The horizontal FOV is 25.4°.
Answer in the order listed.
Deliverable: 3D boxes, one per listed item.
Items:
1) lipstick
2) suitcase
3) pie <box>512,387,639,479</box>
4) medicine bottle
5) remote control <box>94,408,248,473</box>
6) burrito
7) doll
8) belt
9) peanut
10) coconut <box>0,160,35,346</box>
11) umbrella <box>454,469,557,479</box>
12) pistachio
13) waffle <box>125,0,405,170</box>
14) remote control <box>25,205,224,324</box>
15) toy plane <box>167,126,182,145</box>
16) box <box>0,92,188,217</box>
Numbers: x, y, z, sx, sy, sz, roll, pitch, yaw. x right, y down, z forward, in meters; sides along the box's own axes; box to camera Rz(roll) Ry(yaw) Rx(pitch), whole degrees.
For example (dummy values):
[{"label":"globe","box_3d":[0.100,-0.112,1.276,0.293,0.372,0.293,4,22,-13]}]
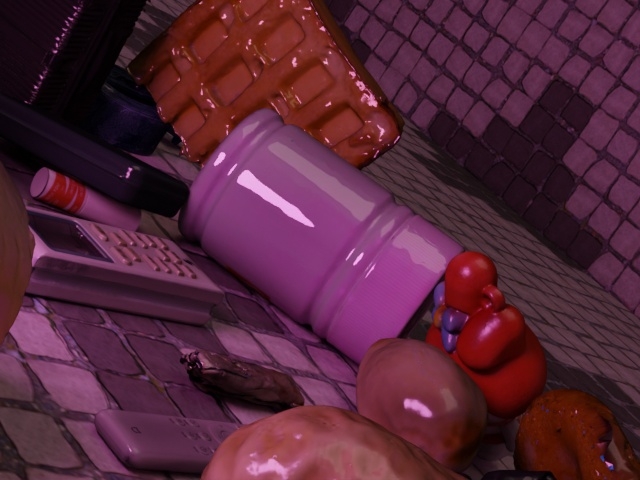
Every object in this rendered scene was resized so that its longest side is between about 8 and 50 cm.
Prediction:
[{"label":"lipstick","box_3d":[-0.272,-0.044,1.650,0.131,0.038,0.038,24,17,-36]},{"label":"suitcase","box_3d":[-0.415,-0.320,1.863,0.335,0.229,0.152,41,23,22]},{"label":"pie","box_3d":[0.293,0.281,1.526,0.069,0.273,0.273,-17,35,-15]},{"label":"medicine bottle","box_3d":[0.000,0.000,1.781,0.316,0.202,0.202,37,14,9]},{"label":"remote control","box_3d":[-0.097,0.185,1.291,0.261,0.029,0.067,17,22,-52]},{"label":"burrito","box_3d":[-0.079,0.143,1.452,0.051,0.042,0.171,32,8,39]},{"label":"doll","box_3d":[0.192,0.140,1.667,0.161,0.130,0.290,46,-26,40]},{"label":"belt","box_3d":[-0.290,-0.196,2.031,0.190,0.082,0.141,19,26,-49]},{"label":"peanut","box_3d":[0.079,0.268,1.124,0.387,0.169,0.192,32,20,-11]},{"label":"coconut","box_3d":[-0.330,-0.002,0.990,0.259,0.259,0.259,32,14,-9]},{"label":"umbrella","box_3d":[0.127,0.262,1.406,0.340,0.118,0.118,19,20,-38]},{"label":"pistachio","box_3d":[0.109,0.182,1.556,0.144,0.144,0.215,29,16,-20]},{"label":"waffle","box_3d":[-0.073,-0.198,1.939,0.348,0.304,0.077,57,24,12]},{"label":"remote control","box_3d":[-0.225,0.024,1.489,0.103,0.055,0.277,43,16,35]},{"label":"toy plane","box_3d":[-0.248,-0.193,2.154,0.167,0.054,0.062,34,3,-27]},{"label":"box","box_3d":[-0.281,-0.101,1.689,0.230,0.050,0.160,27,2,19]}]
